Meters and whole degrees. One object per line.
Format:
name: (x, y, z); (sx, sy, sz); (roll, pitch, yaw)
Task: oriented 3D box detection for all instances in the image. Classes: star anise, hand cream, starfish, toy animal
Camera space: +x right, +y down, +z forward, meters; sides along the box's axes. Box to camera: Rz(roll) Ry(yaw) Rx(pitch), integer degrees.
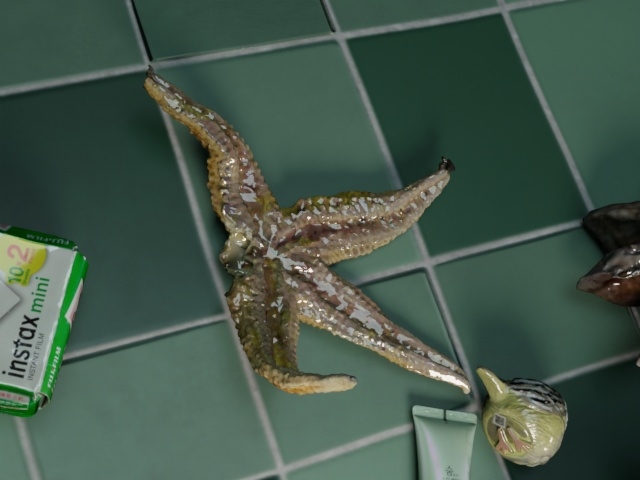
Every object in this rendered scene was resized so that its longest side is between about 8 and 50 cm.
star anise: (0.473, 0.034, 1.308); (0.332, 0.117, 0.331); (5, 52, -6)
hand cream: (0.135, 0.282, 1.177); (0.078, 0.050, 0.204); (10, 62, -10)
starfish: (-0.005, 0.008, 1.202); (0.384, 0.132, 0.398); (4, 55, -23)
toy animal: (0.225, 0.184, 1.213); (0.098, 0.098, 0.137); (-30, 99, -25)

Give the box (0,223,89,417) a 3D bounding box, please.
box: (-0.372, 0.067, 1.079); (0.250, 0.103, 0.180); (13, 67, -11)
